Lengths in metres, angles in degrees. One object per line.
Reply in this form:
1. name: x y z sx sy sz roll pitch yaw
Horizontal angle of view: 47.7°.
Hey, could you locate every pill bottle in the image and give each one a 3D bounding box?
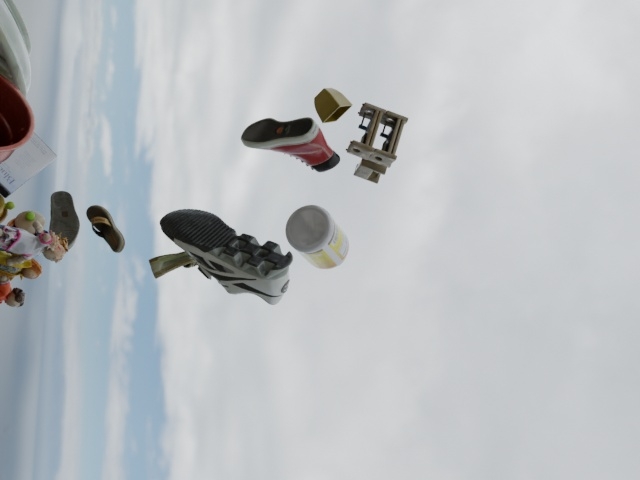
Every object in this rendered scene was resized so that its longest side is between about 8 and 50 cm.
1. pill bottle: 0.000 0.000 1.747 0.215 0.117 0.117 48 36 -66

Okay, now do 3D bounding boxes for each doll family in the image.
1. doll family: -0.548 0.021 1.293 0.263 0.163 0.118 -39 -130 35

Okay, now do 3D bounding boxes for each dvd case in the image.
1. dvd case: -0.748 -0.219 1.712 0.022 0.180 0.253 -34 -162 21

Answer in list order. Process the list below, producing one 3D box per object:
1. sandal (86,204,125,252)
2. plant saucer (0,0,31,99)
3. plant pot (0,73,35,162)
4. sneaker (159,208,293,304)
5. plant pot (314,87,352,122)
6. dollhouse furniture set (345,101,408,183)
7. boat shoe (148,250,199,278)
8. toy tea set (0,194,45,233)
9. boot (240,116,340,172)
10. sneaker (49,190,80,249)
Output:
1. sandal: -0.622 -0.035 2.066 0.180 0.049 0.072 50 -59 23
2. plant saucer: -0.739 -0.480 1.583 0.400 0.100 0.400 36 -33 27
3. plant pot: -0.759 -0.193 1.441 0.265 0.272 0.272 -44 -139 29
4. sneaker: -0.216 0.044 1.574 0.331 0.122 0.146 26 -48 22
5. plant pot: 0.029 -0.410 2.163 0.081 0.081 0.083 -40 -100 33
6. dollhouse furniture set: 0.137 -0.262 1.969 0.183 0.129 0.129 126 -17 -70
7. boat shoe: -0.316 0.052 1.638 0.056 0.153 0.048 -19 -96 41
8. toy tea set: -0.785 -0.055 1.585 0.200 0.336 0.124 68 -30 31
9. boot: -0.076 -0.233 1.867 0.244 0.176 0.088 5 -118 35
10. sneaker: -0.741 -0.029 2.100 0.118 0.083 0.222 106 -25 -44
